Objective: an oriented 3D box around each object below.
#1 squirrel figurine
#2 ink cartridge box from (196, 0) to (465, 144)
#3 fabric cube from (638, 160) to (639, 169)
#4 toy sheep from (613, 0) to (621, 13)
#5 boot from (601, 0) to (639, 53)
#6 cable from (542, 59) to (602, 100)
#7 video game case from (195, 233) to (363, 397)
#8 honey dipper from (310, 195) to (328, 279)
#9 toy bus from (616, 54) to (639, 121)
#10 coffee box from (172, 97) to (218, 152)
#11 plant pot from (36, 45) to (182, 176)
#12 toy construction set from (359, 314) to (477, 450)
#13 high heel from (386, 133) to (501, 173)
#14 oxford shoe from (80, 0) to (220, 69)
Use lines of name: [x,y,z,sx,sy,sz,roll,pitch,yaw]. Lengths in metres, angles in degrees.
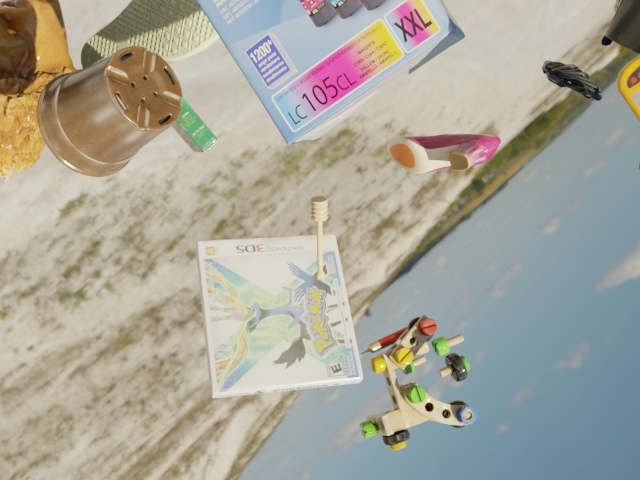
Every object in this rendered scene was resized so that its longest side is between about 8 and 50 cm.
squirrel figurine: [-0.696,-0.333,1.582,0.281,0.397,0.370,-35,180,44]
ink cartridge box: [-0.027,-0.367,1.043,0.270,0.396,0.151,-33,179,16]
fabric cube: [1.000,-0.285,1.928,0.259,0.258,0.254,-27,130,-33]
toy sheep: [0.735,-0.556,1.809,0.091,0.091,0.132,-37,162,-45]
boot: [0.448,-0.273,0.932,0.076,0.198,0.137,-1,120,-35]
cable: [0.686,-0.436,2.077,0.047,0.184,0.150,-59,-179,2]
video game case: [-0.087,0.142,1.559,0.299,0.329,0.036,-3,153,-14]
honey dipper: [0.000,0.000,1.352,0.030,0.030,0.161,-36,133,-47]
toy bus: [0.435,-0.166,0.888,0.108,0.130,0.332,-38,172,29]
coffee box: [-0.273,-0.245,1.441,0.040,0.184,0.113,-43,-162,-10]
plant pot: [-0.298,-0.196,1.127,0.165,0.167,0.167,-18,-167,43]
toy construction set: [0.161,0.301,1.659,0.237,0.258,0.309,-22,-160,-12]
high heel: [0.255,-0.197,1.622,0.117,0.082,0.244,-31,-157,-33]
oxford shoe: [-0.342,-0.448,1.663,0.449,0.169,0.130,-15,-174,39]
